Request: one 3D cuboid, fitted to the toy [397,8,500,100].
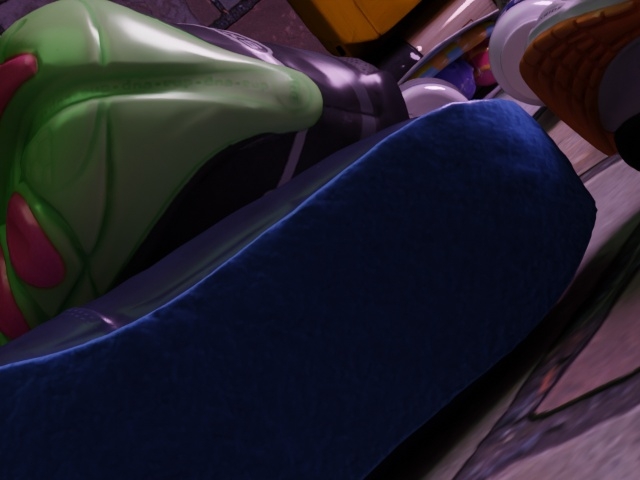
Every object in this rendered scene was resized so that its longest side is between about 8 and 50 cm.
[{"bbox_3d":[0.133,-0.155,1.467,0.137,0.056,0.237,-43,-2,42],"label":"toy"}]

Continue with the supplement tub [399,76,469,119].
[{"bbox_3d":[0.075,-0.076,1.132,0.071,0.071,0.107,-41,5,9],"label":"supplement tub"}]

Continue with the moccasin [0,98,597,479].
[{"bbox_3d":[-0.051,0.080,0.564,0.342,0.137,0.117,-29,-3,-13],"label":"moccasin"}]

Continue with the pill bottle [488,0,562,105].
[{"bbox_3d":[0.139,-0.120,1.017,0.067,0.067,0.120,-41,5,15],"label":"pill bottle"}]

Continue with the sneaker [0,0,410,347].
[{"bbox_3d":[-0.069,0.047,0.817,0.202,0.185,0.483,-1,-18,-13],"label":"sneaker"}]

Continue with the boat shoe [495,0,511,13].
[{"bbox_3d":[0.203,-0.217,1.234,0.104,0.089,0.285,-44,5,-24],"label":"boat shoe"}]

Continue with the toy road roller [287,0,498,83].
[{"bbox_3d":[0.051,-0.281,1.666,0.202,0.329,0.240,-43,27,-9],"label":"toy road roller"}]

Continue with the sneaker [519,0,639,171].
[{"bbox_3d":[0.158,-0.118,0.523,0.121,0.099,0.262,-59,12,-23],"label":"sneaker"}]
